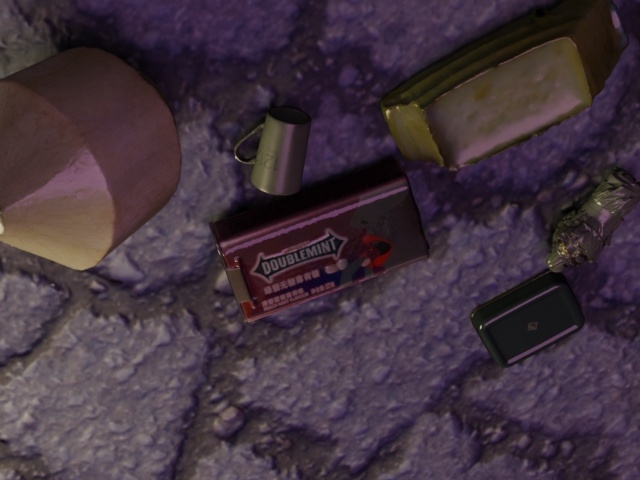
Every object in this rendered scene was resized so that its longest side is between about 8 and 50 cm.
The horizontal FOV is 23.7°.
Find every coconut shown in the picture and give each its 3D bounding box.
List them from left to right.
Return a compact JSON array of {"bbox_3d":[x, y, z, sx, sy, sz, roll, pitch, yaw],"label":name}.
[{"bbox_3d":[-0.250,-0.075,1.477,0.222,0.202,0.202,-37,137,-46],"label":"coconut"}]

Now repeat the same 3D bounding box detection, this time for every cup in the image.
[{"bbox_3d":[-0.048,-0.100,1.630,0.054,0.075,0.083,-19,130,-47],"label":"cup"}]

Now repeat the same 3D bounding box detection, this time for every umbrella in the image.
[{"bbox_3d":[0.313,-0.019,1.756,0.143,0.062,0.067,-47,152,8],"label":"umbrella"}]

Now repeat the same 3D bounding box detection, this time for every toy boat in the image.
[{"bbox_3d":[0.204,-0.165,1.624,0.276,0.084,0.111,-26,122,4],"label":"toy boat"}]

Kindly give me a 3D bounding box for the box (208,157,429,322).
[{"bbox_3d":[0.000,0.000,1.685,0.224,0.069,0.120,-20,123,-1],"label":"box"}]

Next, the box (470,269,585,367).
[{"bbox_3d":[0.250,0.096,1.827,0.126,0.031,0.091,-27,123,5],"label":"box"}]
